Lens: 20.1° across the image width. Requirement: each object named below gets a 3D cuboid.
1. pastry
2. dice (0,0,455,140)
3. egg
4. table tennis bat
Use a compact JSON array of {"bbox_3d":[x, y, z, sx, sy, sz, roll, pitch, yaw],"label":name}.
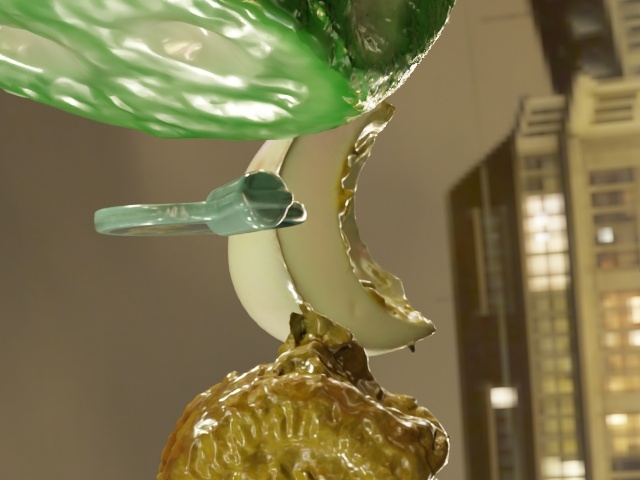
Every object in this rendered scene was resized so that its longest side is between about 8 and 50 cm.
[{"bbox_3d":[-0.011,0.209,1.405,0.240,0.235,0.132,46,-171,-3],"label":"pastry"},{"bbox_3d":[-0.084,-0.237,1.041,0.287,0.300,0.297,42,-122,-51],"label":"dice"},{"bbox_3d":[-0.015,0.000,1.814,0.206,0.162,0.271,-24,-82,-41],"label":"egg"},{"bbox_3d":[-0.070,-0.018,1.232,0.237,0.149,0.038,168,101,-70],"label":"table tennis bat"}]
